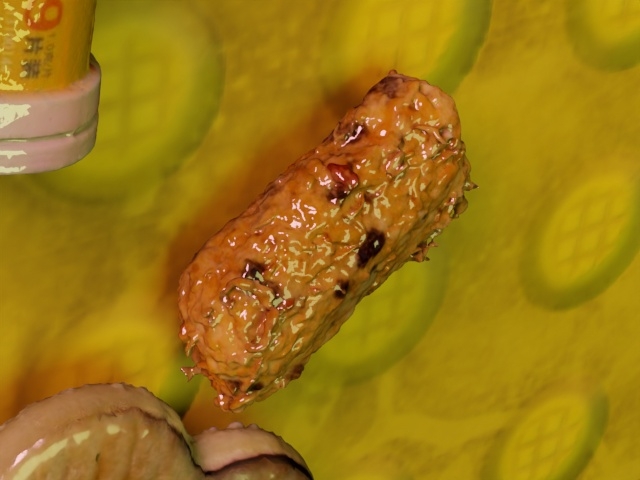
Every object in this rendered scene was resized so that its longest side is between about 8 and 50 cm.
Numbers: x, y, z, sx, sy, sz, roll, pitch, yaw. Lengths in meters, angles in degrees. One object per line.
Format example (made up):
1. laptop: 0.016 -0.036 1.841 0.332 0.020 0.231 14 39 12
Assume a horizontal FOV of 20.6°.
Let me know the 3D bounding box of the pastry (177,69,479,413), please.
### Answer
1. pastry: 0.000 0.000 0.684 0.140 0.056 0.080 -43 146 -18

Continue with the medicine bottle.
1. medicine bottle: -0.086 -0.130 0.502 0.074 0.074 0.218 -9 123 -37

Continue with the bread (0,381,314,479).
1. bread: -0.087 0.182 0.734 0.207 0.056 0.286 4 116 -39
